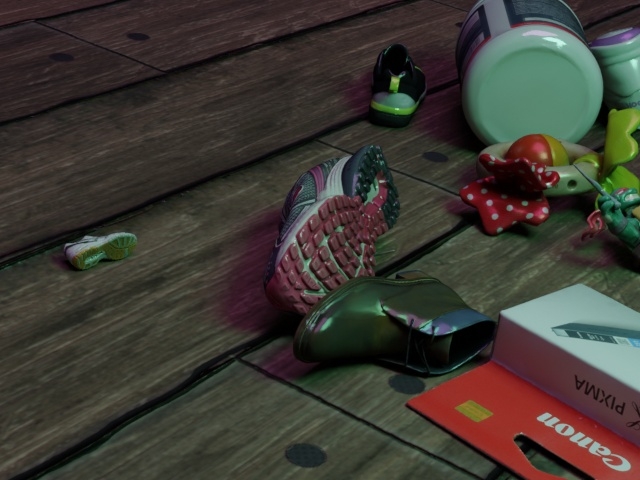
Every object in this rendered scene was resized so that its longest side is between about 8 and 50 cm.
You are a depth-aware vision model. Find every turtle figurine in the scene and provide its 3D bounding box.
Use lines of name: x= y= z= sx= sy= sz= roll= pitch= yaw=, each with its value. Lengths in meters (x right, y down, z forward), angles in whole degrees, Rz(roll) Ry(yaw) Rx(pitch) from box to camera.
turtle figurine: x=0.405 y=-0.016 z=1.609 sx=0.175 sy=0.118 sz=0.234 roll=-25 pitch=54 yaw=-26

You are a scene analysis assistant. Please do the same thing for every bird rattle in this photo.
bird rattle: x=0.283 y=-0.079 z=1.750 sx=0.253 sy=0.143 sz=0.207 roll=-16 pitch=20 yaw=-16

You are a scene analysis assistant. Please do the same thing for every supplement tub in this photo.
supplement tub: x=0.289 y=-0.246 z=1.955 sx=0.191 sy=0.191 sz=0.272 roll=7 pitch=26 yaw=-1

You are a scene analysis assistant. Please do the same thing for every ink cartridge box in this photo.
ink cartridge box: x=0.275 y=0.154 z=1.283 sx=0.261 sy=0.066 sz=0.296 roll=-16 pitch=35 yaw=-42

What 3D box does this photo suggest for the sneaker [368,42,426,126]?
sneaker: x=0.119 y=-0.244 z=2.011 sx=0.084 sy=0.097 sz=0.235 roll=8 pitch=26 yaw=0

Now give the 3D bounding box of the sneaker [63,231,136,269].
sneaker: x=-0.237 y=0.004 z=1.483 sx=0.083 sy=0.032 sz=0.037 roll=-16 pitch=35 yaw=-40

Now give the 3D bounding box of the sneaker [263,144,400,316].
sneaker: x=0.000 y=0.000 z=1.492 sx=0.112 sy=0.121 sz=0.299 roll=-15 pitch=19 yaw=23

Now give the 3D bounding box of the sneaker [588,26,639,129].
sneaker: x=0.451 y=-0.238 z=2.104 sx=0.114 sy=0.152 sz=0.305 roll=-20 pitch=3 yaw=8

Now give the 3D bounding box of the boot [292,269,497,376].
boot: x=0.077 y=0.086 z=1.348 sx=0.106 sy=0.082 sz=0.219 roll=25 pitch=29 yaw=36
